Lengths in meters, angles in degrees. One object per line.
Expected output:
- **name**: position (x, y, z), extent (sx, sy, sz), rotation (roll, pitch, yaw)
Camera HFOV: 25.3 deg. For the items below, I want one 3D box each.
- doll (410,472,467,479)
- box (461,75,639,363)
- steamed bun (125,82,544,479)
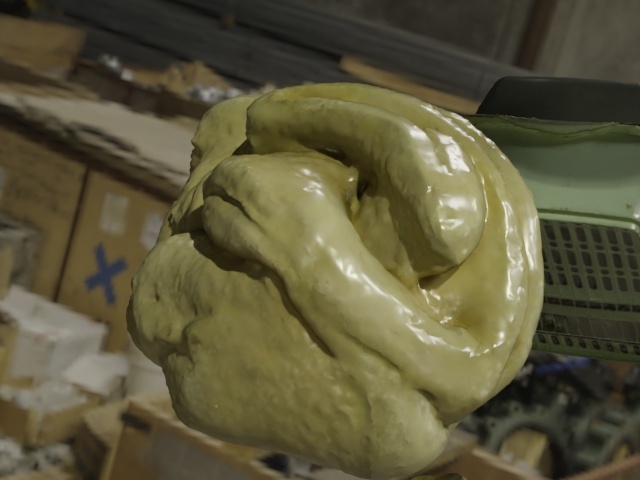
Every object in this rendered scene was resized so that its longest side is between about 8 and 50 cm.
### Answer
- **doll**: position (0.131, 0.315, 1.387), extent (0.129, 0.207, 0.081), rotation (-6, 24, 18)
- **box**: position (0.246, -0.016, 1.336), extent (0.220, 0.166, 0.290), rotation (7, -31, 24)
- **steamed bun**: position (0.004, 0.001, 1.104), extent (0.325, 0.230, 0.372), rotation (-13, 31, 8)
